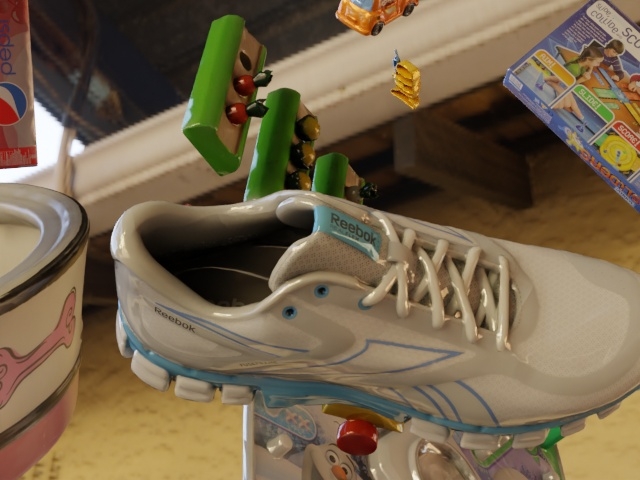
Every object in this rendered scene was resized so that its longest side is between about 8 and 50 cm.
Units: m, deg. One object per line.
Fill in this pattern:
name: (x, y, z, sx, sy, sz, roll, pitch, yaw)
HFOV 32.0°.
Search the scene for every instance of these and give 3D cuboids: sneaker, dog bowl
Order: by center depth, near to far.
sneaker: (0.020, 0.019, 0.361, 0.191, 0.071, 0.083, 2, -31, 4)
dog bowl: (-0.359, 0.087, 0.808, 0.408, 0.408, 0.150, -5, -70, 6)

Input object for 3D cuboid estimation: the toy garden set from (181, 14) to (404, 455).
toy garden set: (0.000, 0.000, 0.725, 0.049, 0.203, 0.244, -18, -48, 27)

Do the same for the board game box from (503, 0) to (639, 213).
board game box: (0.301, -0.136, 1.108, 0.136, 0.201, 0.035, -40, -14, -13)

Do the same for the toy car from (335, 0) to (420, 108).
toy car: (0.056, -0.147, 0.756, 0.060, 0.122, 0.040, -20, -39, -15)

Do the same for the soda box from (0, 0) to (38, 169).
soda box: (-0.439, -0.232, 1.513, 0.084, 0.092, 0.263, -7, -72, -24)

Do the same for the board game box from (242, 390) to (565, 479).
board game box: (0.104, 0.195, 0.906, 0.390, 0.390, 0.050, 32, -56, -28)
